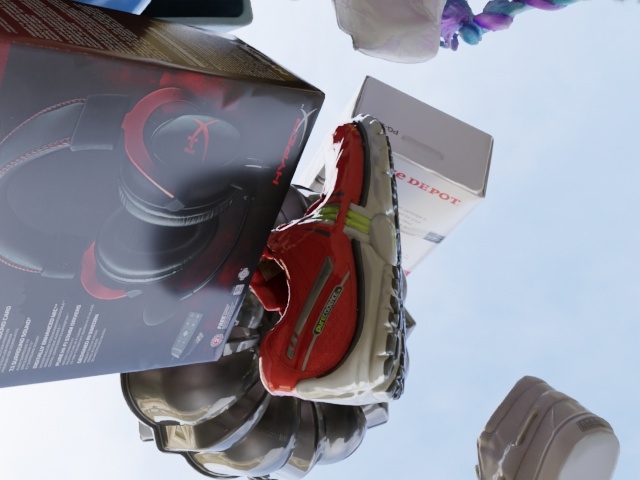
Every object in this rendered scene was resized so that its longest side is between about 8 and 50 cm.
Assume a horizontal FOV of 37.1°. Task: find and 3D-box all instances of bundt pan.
[{"bbox_3d":[-0.038,0.093,0.974,0.124,0.331,0.331,-1,-103,60],"label":"bundt pan"}]

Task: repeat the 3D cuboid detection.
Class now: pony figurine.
[{"bbox_3d":[0.085,-0.304,0.922,0.363,0.351,0.303,14,-86,47],"label":"pony figurine"}]

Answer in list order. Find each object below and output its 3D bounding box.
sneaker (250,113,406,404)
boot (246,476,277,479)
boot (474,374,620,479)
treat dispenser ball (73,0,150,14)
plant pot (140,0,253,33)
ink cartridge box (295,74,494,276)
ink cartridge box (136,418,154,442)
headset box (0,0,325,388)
[{"bbox_3d":[0.000,0.000,0.704,0.118,0.107,0.279,-3,-140,5],"label":"sneaker"},{"bbox_3d":[-0.159,0.266,1.705,0.118,0.222,0.338,-22,-142,16],"label":"boot"},{"bbox_3d":[0.196,0.264,0.935,0.123,0.095,0.258,42,-66,59],"label":"boot"},{"bbox_3d":[-0.238,-0.263,0.676,0.288,0.288,0.288,-14,-111,40],"label":"treat dispenser ball"},{"bbox_3d":[-0.273,-0.328,1.113,0.252,0.248,0.247,-14,-89,44],"label":"plant pot"},{"bbox_3d":[0.074,-0.062,1.142,0.237,0.172,0.100,-53,-164,53],"label":"ink cartridge box"},{"bbox_3d":[-0.204,0.147,1.233,0.212,0.093,0.154,-142,-131,-73],"label":"ink cartridge box"},{"bbox_3d":[-0.164,-0.029,0.577,0.110,0.293,0.218,37,-67,35],"label":"headset box"}]
